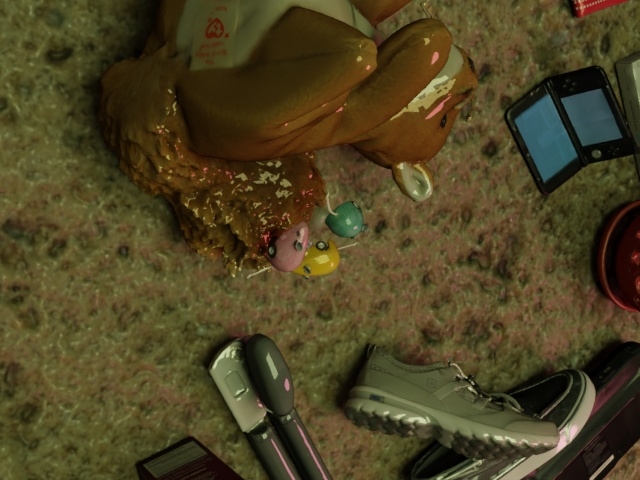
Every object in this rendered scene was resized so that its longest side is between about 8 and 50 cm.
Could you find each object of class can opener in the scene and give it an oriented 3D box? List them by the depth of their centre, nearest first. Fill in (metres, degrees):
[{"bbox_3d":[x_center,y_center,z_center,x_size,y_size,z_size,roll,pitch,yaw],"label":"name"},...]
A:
[{"bbox_3d":[-0.049,0.237,1.303,0.074,0.093,0.280,-34,117,-22],"label":"can opener"}]

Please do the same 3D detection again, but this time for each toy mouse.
[{"bbox_3d":[0.000,0.000,1.135,0.161,0.143,0.031,-21,65,-28],"label":"toy mouse"}]

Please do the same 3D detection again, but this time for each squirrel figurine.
[{"bbox_3d":[-0.022,-0.151,1.178,0.397,0.281,0.370,-39,151,22],"label":"squirrel figurine"}]

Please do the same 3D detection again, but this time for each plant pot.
[{"bbox_3d":[0.510,0.033,1.530,0.191,0.174,0.191,-4,99,-28],"label":"plant pot"}]

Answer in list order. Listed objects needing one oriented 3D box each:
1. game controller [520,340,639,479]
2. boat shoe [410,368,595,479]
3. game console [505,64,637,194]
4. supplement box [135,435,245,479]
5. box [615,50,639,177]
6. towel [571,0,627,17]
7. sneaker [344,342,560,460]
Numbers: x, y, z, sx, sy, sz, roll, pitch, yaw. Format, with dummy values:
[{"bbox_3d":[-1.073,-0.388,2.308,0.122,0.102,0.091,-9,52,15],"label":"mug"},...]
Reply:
[{"bbox_3d":[0.388,0.293,1.573,0.319,0.067,0.166,-39,132,-19],"label":"game controller"},{"bbox_3d":[0.248,0.258,1.465,0.301,0.108,0.102,-35,115,-13],"label":"boat shoe"},{"bbox_3d":[0.345,-0.149,1.465,0.144,0.124,0.085,59,43,-23],"label":"game console"},{"bbox_3d":[-0.130,0.308,1.205,0.081,0.188,0.104,-22,108,-24],"label":"supplement box"},{"bbox_3d":[0.514,-0.197,1.576,0.145,0.038,0.186,-27,111,-24],"label":"box"},{"bbox_3d":[0.406,-0.465,1.478,0.199,0.031,0.274,-21,108,-24],"label":"towel"},{"bbox_3d":[0.177,0.204,1.368,0.281,0.105,0.115,17,65,-7],"label":"sneaker"}]
